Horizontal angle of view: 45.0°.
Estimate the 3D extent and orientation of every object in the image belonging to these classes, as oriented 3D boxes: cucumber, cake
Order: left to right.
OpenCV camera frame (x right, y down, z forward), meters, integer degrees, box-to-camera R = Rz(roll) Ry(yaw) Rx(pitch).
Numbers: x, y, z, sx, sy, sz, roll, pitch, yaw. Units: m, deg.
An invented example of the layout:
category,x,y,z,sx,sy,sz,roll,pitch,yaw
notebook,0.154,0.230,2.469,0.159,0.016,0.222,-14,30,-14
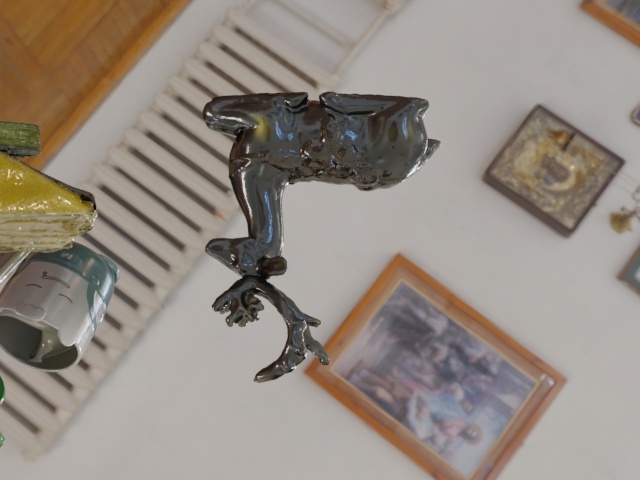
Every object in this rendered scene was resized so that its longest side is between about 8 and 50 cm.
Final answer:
category,x,y,z,sx,sy,sz,roll,pitch,yaw
cucumber,-0.610,-0.172,1.379,0.211,0.078,0.062,1,140,-34
cake,-0.302,-0.047,0.698,0.079,0.116,0.185,-42,163,32

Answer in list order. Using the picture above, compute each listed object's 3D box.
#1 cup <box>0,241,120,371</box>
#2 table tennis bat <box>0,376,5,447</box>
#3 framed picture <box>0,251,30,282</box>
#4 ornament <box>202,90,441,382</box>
category,x,y,z,sx,sy,sz,roll,pitch,yaw
cup,-0.620,0.126,1.713,0.219,0.289,0.258,111,-2,-47
table tennis bat,-0.725,0.341,1.606,0.160,0.257,0.039,-13,132,-42
framed picture,-0.578,0.007,1.038,0.247,0.335,0.022,-62,163,-46
ornament,0.000,0.000,0.650,0.080,0.202,0.236,90,1,-84
